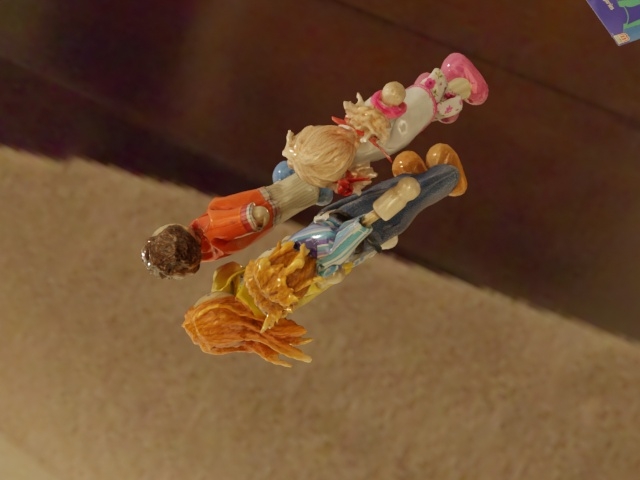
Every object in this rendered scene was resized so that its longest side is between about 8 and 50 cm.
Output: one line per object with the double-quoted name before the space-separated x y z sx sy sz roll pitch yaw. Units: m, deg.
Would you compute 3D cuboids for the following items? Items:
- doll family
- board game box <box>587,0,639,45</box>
"doll family" 0.000 0.000 1.077 0.163 0.118 0.263 -31 -1 -39
"board game box" 0.288 -0.248 1.404 0.160 0.210 0.047 46 -141 -36
